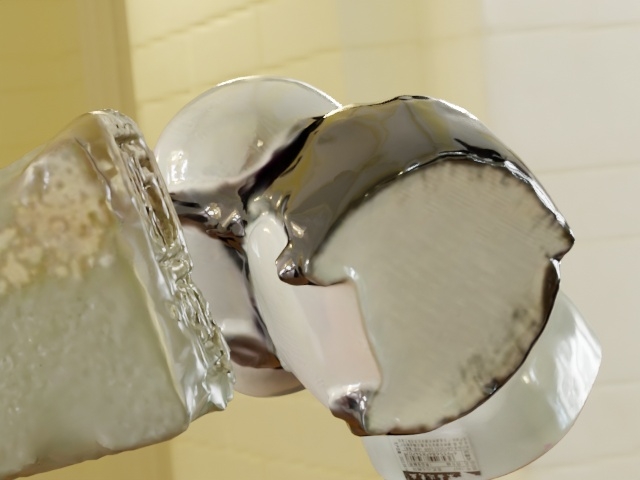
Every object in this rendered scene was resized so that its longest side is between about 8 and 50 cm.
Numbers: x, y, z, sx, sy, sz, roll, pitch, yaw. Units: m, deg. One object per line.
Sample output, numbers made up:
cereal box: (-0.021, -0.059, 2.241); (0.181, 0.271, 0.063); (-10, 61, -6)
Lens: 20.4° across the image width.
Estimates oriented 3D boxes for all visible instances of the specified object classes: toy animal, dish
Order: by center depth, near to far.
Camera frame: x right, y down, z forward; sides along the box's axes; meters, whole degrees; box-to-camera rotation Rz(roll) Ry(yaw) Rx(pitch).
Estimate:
toy animal: (0.000, 0.000, 1.271); (0.251, 0.251, 0.310); (-6, 19, -34)
dish: (0.137, 0.115, 1.724); (0.256, 0.117, 0.256); (-24, 27, 13)

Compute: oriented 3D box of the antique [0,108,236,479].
antique: (-0.194, 0.060, 0.827); (0.284, 0.150, 0.125); (-23, 0, 5)
